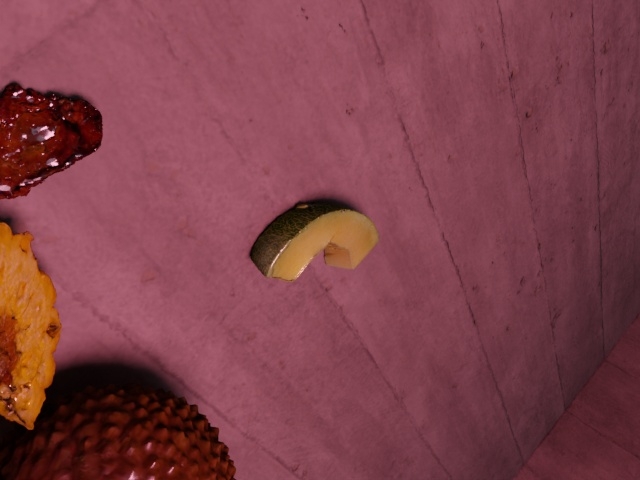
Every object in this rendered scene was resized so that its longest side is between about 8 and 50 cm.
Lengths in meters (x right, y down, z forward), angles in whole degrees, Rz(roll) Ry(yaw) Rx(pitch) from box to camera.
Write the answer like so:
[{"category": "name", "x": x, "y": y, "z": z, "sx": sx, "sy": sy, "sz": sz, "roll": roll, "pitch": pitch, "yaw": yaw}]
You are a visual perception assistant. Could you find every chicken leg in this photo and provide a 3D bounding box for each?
[{"category": "chicken leg", "x": -0.293, "y": -0.078, "z": 0.508, "sx": 0.205, "sy": 0.053, "sz": 0.093, "roll": -37, "pitch": 111, "yaw": -32}]

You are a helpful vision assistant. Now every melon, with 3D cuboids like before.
[{"category": "melon", "x": 0.000, "y": 0.000, "z": 0.824, "sx": 0.209, "sy": 0.064, "sz": 0.118, "roll": 9, "pitch": 106, "yaw": -48}]

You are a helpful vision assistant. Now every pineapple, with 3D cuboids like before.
[{"category": "pineapple", "x": -0.341, "y": 0.054, "z": 0.519, "sx": 0.249, "sy": 0.164, "sz": 0.139, "roll": 72, "pitch": 22, "yaw": -45}]

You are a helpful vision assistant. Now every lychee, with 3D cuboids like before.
[{"category": "lychee", "x": -0.226, "y": 0.280, "z": 0.642, "sx": 0.267, "sy": 0.267, "sz": 0.267, "roll": -23, "pitch": 127, "yaw": -33}]
